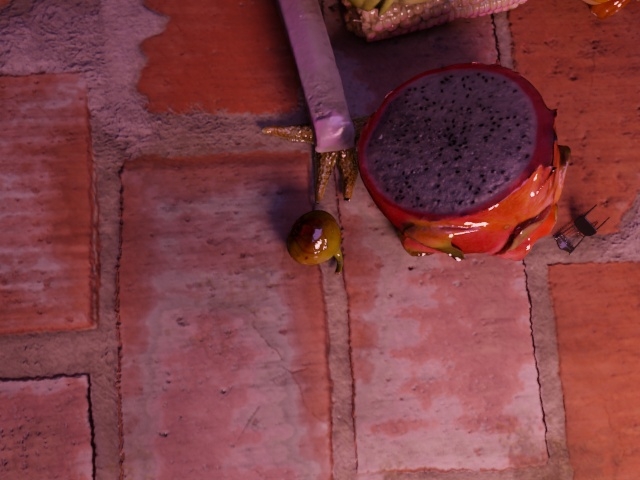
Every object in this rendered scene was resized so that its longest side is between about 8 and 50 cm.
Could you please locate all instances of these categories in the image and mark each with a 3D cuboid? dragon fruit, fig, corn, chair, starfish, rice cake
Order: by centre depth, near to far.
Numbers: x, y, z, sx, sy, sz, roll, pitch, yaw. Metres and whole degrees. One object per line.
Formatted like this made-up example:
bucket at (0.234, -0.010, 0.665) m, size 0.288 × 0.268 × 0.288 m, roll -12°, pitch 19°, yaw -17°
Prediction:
dragon fruit at (0.219, -0.090, 1.094) m, size 0.305 × 0.226 × 0.306 m, roll -10°, pitch 59°, yaw 18°
fig at (0.000, 0.000, 1.122) m, size 0.098 × 0.082 × 0.084 m, roll 29°, pitch 52°, yaw -35°
rice cake at (-0.022, -0.322, 1.167) m, size 0.070 × 0.064 × 0.399 m, roll -15°, pitch 72°, yaw -2°
starfish at (0.015, -0.166, 1.175) m, size 0.216 × 0.050 × 0.224 m, roll -2°, pitch 73°, yaw 0°
chair at (0.423, -0.019, 1.188) m, size 0.086 × 0.042 × 0.037 m, roll -40°, pitch 81°, yaw -14°
corn at (0.201, -0.416, 1.213) m, size 0.335 × 0.126 × 0.127 m, roll -15°, pitch 80°, yaw -7°

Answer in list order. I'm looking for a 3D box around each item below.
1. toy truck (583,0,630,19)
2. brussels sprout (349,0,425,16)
toy truck at (0.511, -0.514, 1.226) m, size 0.288 × 0.211 × 0.204 m, roll -32°, pitch 84°, yaw -9°
brussels sprout at (0.074, -0.567, 1.038) m, size 0.342 × 0.361 × 0.425 m, roll -36°, pitch 43°, yaw 4°
